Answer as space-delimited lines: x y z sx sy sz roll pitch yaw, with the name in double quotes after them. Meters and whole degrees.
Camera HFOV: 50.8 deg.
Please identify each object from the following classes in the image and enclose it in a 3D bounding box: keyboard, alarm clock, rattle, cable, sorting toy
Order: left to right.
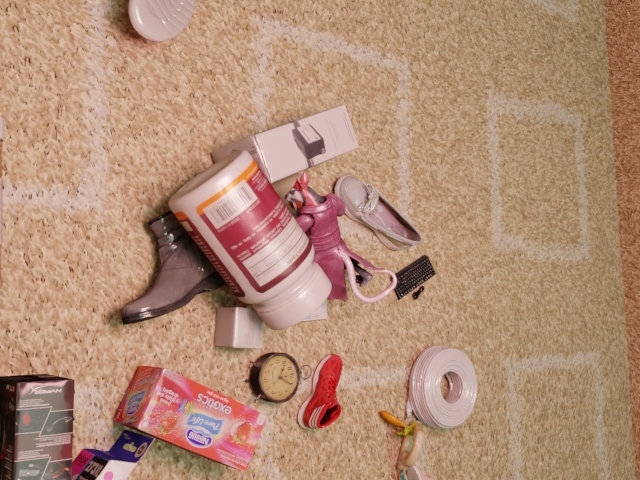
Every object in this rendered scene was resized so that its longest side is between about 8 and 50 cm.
-0.103 0.357 1.775 0.192 0.064 0.129 -1 85 -35 "alarm clock"
-0.084 -0.064 1.859 0.193 0.038 0.208 -28 101 -36 "sorting toy"
0.220 0.623 1.982 0.143 0.130 0.199 19 99 -22 "rattle"
0.300 0.128 2.132 0.180 0.023 0.108 -29 102 -35 "keyboard"
0.384 0.456 2.110 0.257 0.089 0.256 8 79 -36 "cable"

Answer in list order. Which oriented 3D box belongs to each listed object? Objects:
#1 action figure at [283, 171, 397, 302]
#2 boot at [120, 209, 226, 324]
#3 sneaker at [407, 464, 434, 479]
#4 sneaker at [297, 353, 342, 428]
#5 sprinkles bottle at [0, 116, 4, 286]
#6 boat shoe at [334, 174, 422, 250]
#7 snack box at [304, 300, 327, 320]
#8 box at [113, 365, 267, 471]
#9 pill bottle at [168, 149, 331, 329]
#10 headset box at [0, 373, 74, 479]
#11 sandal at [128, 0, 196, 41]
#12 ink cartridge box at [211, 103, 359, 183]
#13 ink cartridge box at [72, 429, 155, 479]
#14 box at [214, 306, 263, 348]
0.000 0.000 1.748 0.248 0.276 0.370 -36 127 -27 "action figure"
-0.365 0.048 1.602 0.338 0.118 0.222 -29 99 -48 "boot"
0.309 0.726 2.046 0.070 0.051 0.134 -28 104 -37 "sneaker"
0.032 0.413 1.829 0.087 0.128 0.221 35 65 -28 "sneaker"
-0.699 -0.079 1.349 0.121 0.121 0.354 2 83 -37 "sprinkles bottle"
0.174 -0.084 2.013 0.320 0.103 0.118 43 61 -25 "boat shoe"
-0.058 0.190 1.856 0.178 0.022 0.064 -1 85 -37 "snack box"
-0.299 0.413 1.569 0.300 0.154 0.142 34 66 -30 "box"
-0.154 0.005 1.588 0.224 0.224 0.392 -45 111 -32 "pill bottle"
-0.569 0.416 1.324 0.110 0.218 0.292 4 82 -35 "headset box"
-0.388 -0.640 1.677 0.169 0.102 0.416 44 47 -41 "sandal"
-0.091 -0.235 1.759 0.308 0.223 0.128 -26 100 -36 "ink cartridge box"
-0.504 0.541 1.382 0.069 0.176 0.370 49 59 -21 "ink cartridge box"
-0.204 0.219 1.694 0.087 0.102 0.101 10 79 -38 "box"
